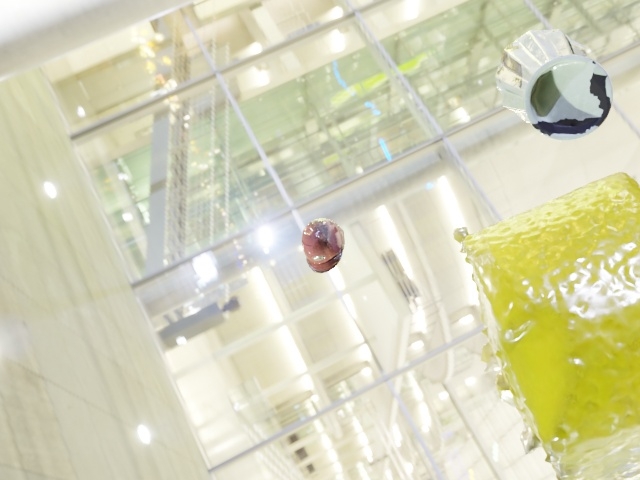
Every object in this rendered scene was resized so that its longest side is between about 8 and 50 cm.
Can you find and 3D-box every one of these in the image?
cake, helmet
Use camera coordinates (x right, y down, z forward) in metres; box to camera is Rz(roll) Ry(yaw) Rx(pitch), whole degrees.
[{"bbox_3d":[0.187,0.066,0.489,0.260,0.156,0.179,52,13,-54],"label":"cake"},{"bbox_3d":[-0.001,0.000,1.031,0.049,0.065,0.084,53,32,-48],"label":"helmet"}]

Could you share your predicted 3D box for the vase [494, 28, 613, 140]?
[{"bbox_3d":[0.361,-0.244,1.107,0.165,0.165,0.360,66,18,-12],"label":"vase"}]
